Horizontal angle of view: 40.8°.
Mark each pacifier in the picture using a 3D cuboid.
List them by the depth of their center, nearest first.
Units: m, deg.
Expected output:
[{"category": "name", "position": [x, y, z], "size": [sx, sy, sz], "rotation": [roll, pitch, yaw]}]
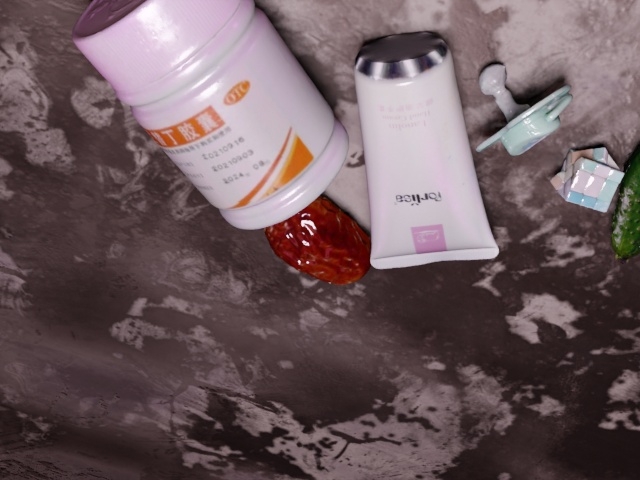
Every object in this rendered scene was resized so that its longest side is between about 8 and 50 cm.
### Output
[{"category": "pacifier", "position": [0.248, -0.175, 1.089], "size": [0.116, 0.127, 0.150], "rotation": [58, 157, 6]}]

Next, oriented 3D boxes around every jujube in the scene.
[{"category": "jujube", "position": [0.000, 0.000, 1.266], "size": [0.176, 0.109, 0.112], "rotation": [37, 162, -27]}]

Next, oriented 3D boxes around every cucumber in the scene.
[{"category": "cucumber", "position": [0.440, -0.049, 1.186], "size": [0.069, 0.069, 0.227], "rotation": [3, 137, 6]}]

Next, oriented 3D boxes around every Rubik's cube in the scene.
[{"category": "Rubik's cube", "position": [0.362, -0.087, 1.159], "size": [0.075, 0.073, 0.084], "rotation": [32, 105, -11]}]

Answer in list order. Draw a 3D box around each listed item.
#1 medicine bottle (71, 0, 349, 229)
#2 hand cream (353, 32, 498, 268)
[{"category": "medicine bottle", "position": [-0.126, -0.186, 1.049], "size": [0.202, 0.202, 0.316], "rotation": [-22, 125, 26]}, {"category": "hand cream", "position": [0.129, -0.098, 1.139], "size": [0.185, 0.118, 0.359], "rotation": [-8, 129, 10]}]
